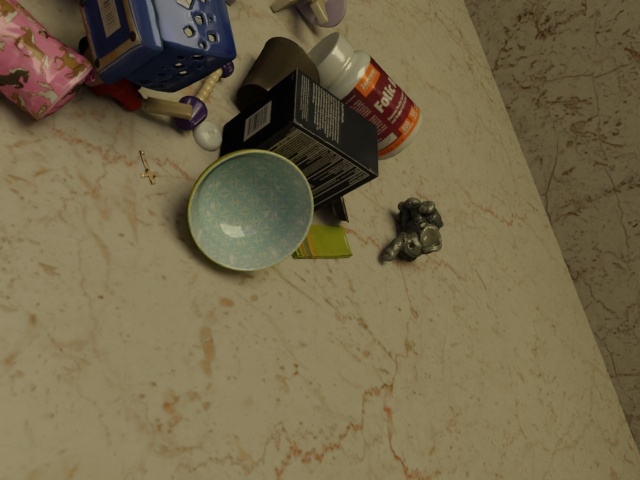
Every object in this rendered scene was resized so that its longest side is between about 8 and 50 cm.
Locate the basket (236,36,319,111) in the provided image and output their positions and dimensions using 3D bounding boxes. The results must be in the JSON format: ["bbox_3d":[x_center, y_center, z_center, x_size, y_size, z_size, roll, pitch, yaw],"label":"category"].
[{"bbox_3d":[-0.129,-0.438,1.737,0.204,0.154,0.226,48,45,-17],"label":"basket"}]

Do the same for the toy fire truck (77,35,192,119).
[{"bbox_3d":[-0.411,-0.390,1.421,0.246,0.159,0.216,52,42,-45],"label":"toy fire truck"}]

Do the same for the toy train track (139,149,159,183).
[{"bbox_3d":[-0.391,-0.169,1.401,0.048,0.014,0.083,-15,80,-50],"label":"toy train track"}]

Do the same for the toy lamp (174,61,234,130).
[{"bbox_3d":[-0.298,-0.377,1.572,0.080,0.080,0.274,43,41,-24],"label":"toy lamp"}]

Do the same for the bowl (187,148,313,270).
[{"bbox_3d":[-0.177,-0.087,1.456,0.289,0.289,0.156,39,3,-27],"label":"bowl"}]

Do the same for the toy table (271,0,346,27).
[{"bbox_3d":[-0.034,-0.823,2.002,0.274,0.252,0.161,49,24,-4],"label":"toy table"}]

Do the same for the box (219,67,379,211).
[{"bbox_3d":[-0.055,-0.234,1.587,0.294,0.296,0.182,28,50,-37],"label":"box"}]

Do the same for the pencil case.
[{"bbox_3d":[-0.624,-0.404,1.165,0.386,0.167,0.160,44,10,-22],"label":"pencil case"}]

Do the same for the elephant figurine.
[{"bbox_3d":[0.304,-0.003,1.994,0.169,0.186,0.239,82,18,-64],"label":"elephant figurine"}]

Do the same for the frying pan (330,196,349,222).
[{"bbox_3d":[0.030,-0.205,1.772,0.197,0.053,0.325,-82,157,-78],"label":"frying pan"}]

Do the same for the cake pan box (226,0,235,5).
[{"bbox_3d":[-0.267,-0.835,1.723,0.267,0.246,0.070,39,41,-25],"label":"cake pan box"}]

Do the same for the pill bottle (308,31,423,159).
[{"bbox_3d":[0.126,-0.458,1.964,0.392,0.224,0.224,39,45,-28],"label":"pill bottle"}]

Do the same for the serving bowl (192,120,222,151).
[{"bbox_3d":[-0.282,-0.270,1.566,0.083,0.027,0.083,24,53,-37],"label":"serving bowl"}]

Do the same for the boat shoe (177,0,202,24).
[{"bbox_3d":[-0.385,-0.699,1.642,0.258,0.084,0.095,47,42,-19],"label":"boat shoe"}]

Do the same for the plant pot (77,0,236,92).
[{"bbox_3d":[-0.340,-0.444,1.245,0.212,0.236,0.235,-15,93,-48],"label":"plant pot"}]

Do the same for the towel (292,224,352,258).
[{"bbox_3d":[0.000,0.000,1.734,0.237,0.021,0.102,1,70,-48],"label":"towel"}]
